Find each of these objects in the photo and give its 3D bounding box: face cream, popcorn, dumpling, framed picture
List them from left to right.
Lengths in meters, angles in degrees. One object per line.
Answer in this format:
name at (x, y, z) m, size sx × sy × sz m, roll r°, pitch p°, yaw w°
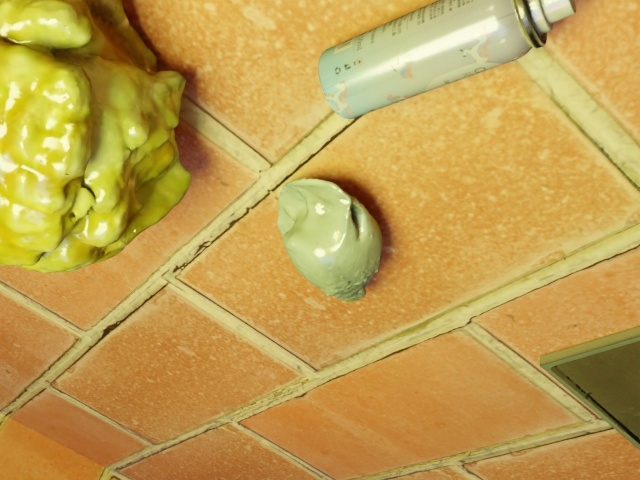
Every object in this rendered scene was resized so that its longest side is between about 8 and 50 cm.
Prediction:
popcorn at (-0.281, -0.101, 0.686) m, size 0.274 × 0.279 × 0.336 m, roll 0°, pitch 126°, yaw -6°
dumpling at (0.001, 0.011, 0.815) m, size 0.152 × 0.108 × 0.219 m, roll 7°, pitch 136°, yaw 14°
face cream at (0.110, -0.179, 0.588) m, size 0.229 × 0.075 × 0.075 m, roll -14°, pitch 129°, yaw 34°
framed picture at (0.502, 0.223, 0.918) m, size 0.315 × 0.024 × 0.232 m, roll 40°, pitch 136°, yaw -21°
